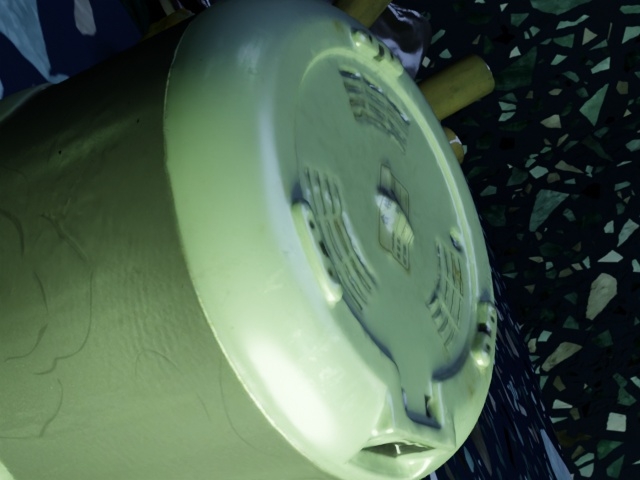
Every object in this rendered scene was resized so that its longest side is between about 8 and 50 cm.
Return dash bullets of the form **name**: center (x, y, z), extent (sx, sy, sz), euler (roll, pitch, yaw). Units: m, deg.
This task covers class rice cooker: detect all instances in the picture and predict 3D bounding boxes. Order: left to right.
- **rice cooker**: center (-0.066, 0.027, 0.652), extent (0.288, 0.277, 0.288), euler (36, 43, -43)

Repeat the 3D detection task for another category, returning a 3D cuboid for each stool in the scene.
- **stool**: center (0.040, -0.140, 1.215), extent (0.272, 0.178, 0.272), euler (48, -18, 21)

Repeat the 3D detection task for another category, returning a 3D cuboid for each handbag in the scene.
- **handbag**: center (0.030, -0.296, 1.695), extent (0.332, 0.192, 0.075), euler (26, -7, -36)

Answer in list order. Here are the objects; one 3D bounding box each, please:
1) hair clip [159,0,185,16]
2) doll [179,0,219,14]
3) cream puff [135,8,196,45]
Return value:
- **hair clip**: center (-0.192, -0.359, 1.352), extent (0.110, 0.095, 0.359), euler (-7, -79, 67)
- **doll**: center (-0.080, -0.237, 1.347), extent (0.316, 0.103, 0.145), euler (62, 34, -20)
- **cream puff**: center (-0.123, -0.143, 1.104), extent (0.116, 0.146, 0.146), euler (-38, -108, 61)
